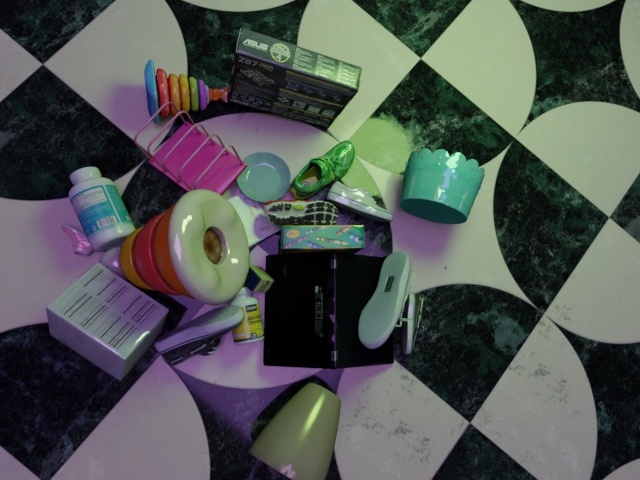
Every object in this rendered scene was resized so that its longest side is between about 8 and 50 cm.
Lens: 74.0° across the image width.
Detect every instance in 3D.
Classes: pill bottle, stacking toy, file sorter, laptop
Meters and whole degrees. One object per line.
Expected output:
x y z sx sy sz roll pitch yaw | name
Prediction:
-0.254 0.252 1.433 0.103 0.103 0.184 -10 84 -9 | pill bottle
-0.500 0.050 1.345 0.480 0.351 0.350 -10 82 23 | stacking toy
-0.436 -0.292 1.420 0.291 0.182 0.202 36 79 12 | file sorter
-0.727 -0.106 1.403 0.146 0.146 0.264 -25 85 -10 | pill bottle
0.034 0.245 1.503 0.408 0.236 0.381 -3 79 19 | laptop
-0.458 -0.521 1.510 0.302 0.165 0.175 -7 67 -20 | stacking toy

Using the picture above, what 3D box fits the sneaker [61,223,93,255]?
-0.821 0.002 1.422 0.134 0.051 0.070 33 74 -6 | sneaker

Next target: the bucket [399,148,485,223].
0.421 -0.183 1.506 0.281 0.281 0.183 20 81 -4 | bucket

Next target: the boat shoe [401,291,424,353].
0.335 0.296 1.516 0.070 0.078 0.219 9 79 -5 | boat shoe

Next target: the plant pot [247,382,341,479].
-0.052 0.607 1.354 0.257 0.256 0.274 32 63 -2 | plant pot

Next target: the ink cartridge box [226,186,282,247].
-0.280 -0.062 1.514 0.232 0.066 0.189 -29 86 -32 | ink cartridge box

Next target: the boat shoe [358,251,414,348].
0.247 0.226 1.464 0.156 0.136 0.367 50 49 -35 | boat shoe

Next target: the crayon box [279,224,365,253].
0.000 0.000 1.472 0.279 0.165 0.081 -1 82 -7 | crayon box

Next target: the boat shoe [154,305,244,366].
-0.376 0.313 1.381 0.335 0.121 0.119 -23 104 18 | boat shoe

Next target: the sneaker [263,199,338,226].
-0.068 -0.109 1.512 0.279 0.118 0.107 6 108 -26 | sneaker

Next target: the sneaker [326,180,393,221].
0.153 -0.144 1.549 0.258 0.094 0.091 22 84 -3 | sneaker

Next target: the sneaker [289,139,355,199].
0.018 -0.256 1.533 0.295 0.123 0.109 -42 88 -12 | sneaker

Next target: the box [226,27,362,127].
-0.103 -0.522 1.430 0.395 0.318 0.097 11 80 -15 | box

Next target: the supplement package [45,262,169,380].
-0.646 0.250 1.301 0.263 0.199 0.198 34 47 -1 | supplement package

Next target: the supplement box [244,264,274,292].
-0.218 0.130 1.445 0.083 0.083 0.056 41 102 30 | supplement box

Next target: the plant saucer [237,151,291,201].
-0.205 -0.226 1.538 0.195 0.037 0.194 2 76 -9 | plant saucer
